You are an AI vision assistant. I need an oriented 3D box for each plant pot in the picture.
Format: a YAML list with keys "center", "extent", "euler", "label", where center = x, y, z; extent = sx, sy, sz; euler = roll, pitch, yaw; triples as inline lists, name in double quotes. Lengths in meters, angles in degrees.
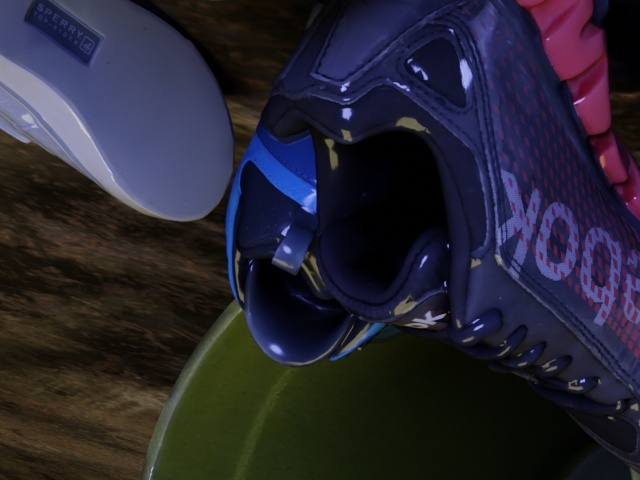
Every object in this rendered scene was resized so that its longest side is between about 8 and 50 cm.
- center: [0.134, 0.205, 0.998]
  extent: [0.366, 0.366, 0.353]
  euler: [0, 168, 42]
  label: "plant pot"

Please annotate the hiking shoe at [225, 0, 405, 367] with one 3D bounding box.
- center: [0.000, 0.000, 0.743]
  extent: [0.113, 0.132, 0.304]
  euler: [27, 162, 12]
  label: "hiking shoe"

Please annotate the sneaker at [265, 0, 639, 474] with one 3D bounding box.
- center: [0.072, 0.009, 0.579]
  extent: [0.098, 0.135, 0.276]
  euler: [10, 140, 52]
  label: "sneaker"

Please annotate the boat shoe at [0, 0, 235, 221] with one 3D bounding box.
- center: [-0.127, -0.086, 0.735]
  extent: [0.081, 0.079, 0.227]
  euler: [13, 160, 42]
  label: "boat shoe"
